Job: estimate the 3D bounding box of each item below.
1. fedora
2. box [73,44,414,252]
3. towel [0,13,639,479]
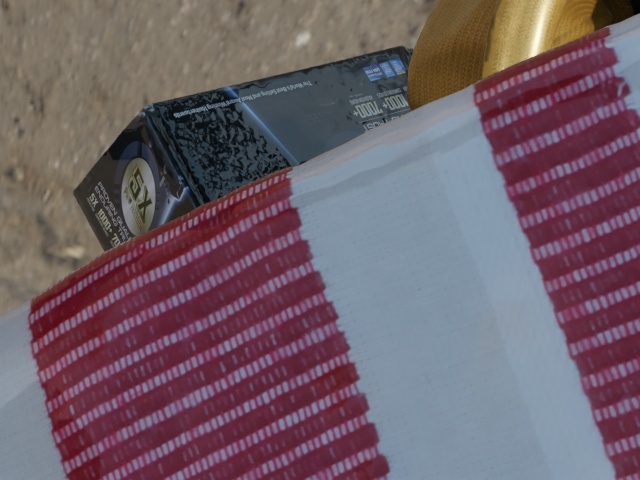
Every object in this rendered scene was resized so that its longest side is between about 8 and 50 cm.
[{"bbox_3d":[0.096,-0.071,0.694,0.079,0.194,0.194,10,69,33],"label":"fedora"},{"bbox_3d":[0.000,0.000,0.751,0.180,0.077,0.147,-18,73,-43],"label":"box"},{"bbox_3d":[0.068,0.069,0.338,0.329,0.037,0.237,-23,70,18],"label":"towel"}]
